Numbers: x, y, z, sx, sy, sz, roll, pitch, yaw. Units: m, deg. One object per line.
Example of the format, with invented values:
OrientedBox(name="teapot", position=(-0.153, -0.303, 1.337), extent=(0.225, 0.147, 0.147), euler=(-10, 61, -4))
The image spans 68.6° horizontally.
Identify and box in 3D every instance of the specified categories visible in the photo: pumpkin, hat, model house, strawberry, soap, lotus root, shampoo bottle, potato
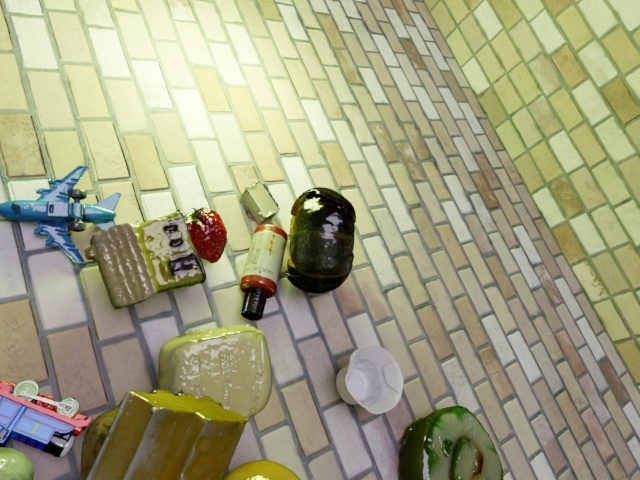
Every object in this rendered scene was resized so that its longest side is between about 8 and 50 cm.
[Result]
OrientedBox(name="pumpkin", position=(0.000, 0.000, 1.378), extent=(0.192, 0.320, 0.320), euler=(6, 61, -7))
OrientedBox(name="hat", position=(0.125, 0.406, 1.346), extent=(0.203, 0.126, 0.203), euler=(15, 58, -26))
OrientedBox(name="model house", position=(-0.433, 0.054, 1.148), extent=(0.234, 0.175, 0.193), euler=(-20, 90, -29))
OrientedBox(name="strawberry", position=(-0.321, -0.019, 1.295), extent=(0.148, 0.131, 0.131), euler=(51, 46, -29))
OrientedBox(name="soap", position=(-0.301, 0.438, 0.884), extent=(0.259, 0.143, 0.281), euler=(34, 76, -50))
OrientedBox(name="lotus root", position=(-0.415, 0.442, 0.957), extent=(0.140, 0.154, 0.256), euler=(17, 65, -34))
OrientedBox(name="shampoo bottle", position=(-0.168, 0.093, 1.339), extent=(0.104, 0.104, 0.278), euler=(24, 55, -21))
OrientedBox(name="potato", position=(-0.190, -0.115, 1.467), extent=(0.086, 0.061, 0.122), euler=(-31, 86, -40))

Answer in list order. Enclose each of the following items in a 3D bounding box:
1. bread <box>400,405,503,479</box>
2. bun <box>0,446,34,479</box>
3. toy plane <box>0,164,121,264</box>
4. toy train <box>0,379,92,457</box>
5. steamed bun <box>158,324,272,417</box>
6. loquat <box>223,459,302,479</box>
OrientedBox(name="bread", position=(0.412, 0.693, 1.374), extent=(0.382, 0.129, 0.366), euler=(37, 51, -12))
OrientedBox(name="bun", position=(-0.613, 0.437, 0.812), extent=(0.195, 0.195, 0.118), euler=(-29, 82, -40))
OrientedBox(name="toy plane", position=(-0.628, -0.068, 1.135), extent=(0.271, 0.105, 0.254), euler=(3, 78, -36))
OrientedBox(name="toy train", position=(-0.581, 0.362, 0.940), extent=(0.204, 0.083, 0.131), euler=(30, 52, -14))
OrientedBox(name="steamed bun", position=(-0.258, 0.326, 1.121), extent=(0.273, 0.166, 0.232), euler=(-7, 86, -29))
OrientedBox(name="loquat", position=(-0.131, 0.610, 0.974), extent=(0.275, 0.275, 0.274), euler=(15, 58, -26))
